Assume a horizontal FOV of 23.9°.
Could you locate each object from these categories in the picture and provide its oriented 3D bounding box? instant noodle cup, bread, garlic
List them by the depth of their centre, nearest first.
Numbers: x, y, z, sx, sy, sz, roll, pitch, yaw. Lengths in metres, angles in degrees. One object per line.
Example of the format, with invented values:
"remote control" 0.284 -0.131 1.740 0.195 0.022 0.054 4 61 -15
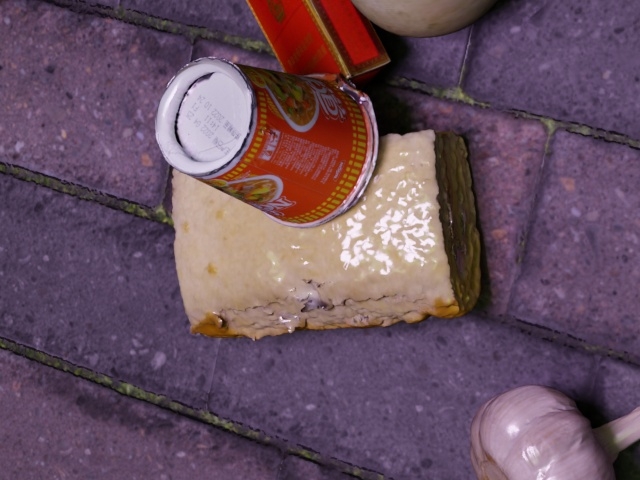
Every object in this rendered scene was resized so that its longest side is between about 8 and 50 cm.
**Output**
"instant noodle cup" -0.068 -0.120 1.683 0.193 0.212 0.193 -5 80 31
"garlic" 0.293 0.253 1.762 0.212 0.218 0.218 -23 84 -15
"bread" 0.000 0.000 1.855 0.375 0.165 0.236 -5 89 26

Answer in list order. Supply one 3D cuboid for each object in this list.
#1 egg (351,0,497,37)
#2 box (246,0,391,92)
"egg" 0.128 -0.379 1.725 0.218 0.218 0.295 16 97 23
"box" -0.018 -0.282 1.845 0.074 0.153 0.240 -26 83 -20
